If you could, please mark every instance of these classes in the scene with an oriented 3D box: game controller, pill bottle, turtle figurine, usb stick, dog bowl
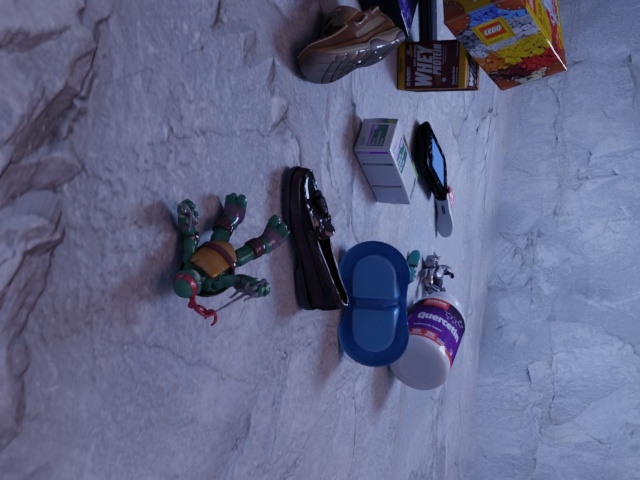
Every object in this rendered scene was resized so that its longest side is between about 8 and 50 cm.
[{"bbox_3d":[0.365,-0.250,2.090,0.319,0.067,0.167,41,57,-62],"label":"game controller"},{"bbox_3d":[0.332,0.288,1.962,0.323,0.181,0.182,-50,138,-53],"label":"pill bottle"},{"bbox_3d":[-0.146,0.019,0.930,0.175,0.118,0.234,46,35,-4],"label":"turtle figurine"},{"bbox_3d":[0.337,-0.608,1.992,0.077,0.045,0.278,-41,130,-57],"label":"usb stick"},{"bbox_3d":[0.129,0.141,1.518,0.074,0.165,0.297,-37,128,-74],"label":"dog bowl"}]

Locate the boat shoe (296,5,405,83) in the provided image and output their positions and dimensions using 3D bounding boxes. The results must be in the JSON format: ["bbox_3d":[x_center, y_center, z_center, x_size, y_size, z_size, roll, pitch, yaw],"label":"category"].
[{"bbox_3d":[0.048,-0.406,1.317,0.116,0.123,0.324,57,40,-1],"label":"boat shoe"}]

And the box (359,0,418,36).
[{"bbox_3d":[0.172,-0.643,1.550,0.184,0.103,0.261,59,41,-56],"label":"box"}]

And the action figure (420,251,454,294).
[{"bbox_3d":[0.401,0.165,2.207,0.185,0.099,0.285,-40,126,-47],"label":"action figure"}]

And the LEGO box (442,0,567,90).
[{"bbox_3d":[0.480,-0.718,1.725,0.372,0.193,0.501,25,60,-49],"label":"LEGO box"}]

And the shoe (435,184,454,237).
[{"bbox_3d":[0.448,-0.105,2.304,0.081,0.063,0.178,-41,126,-51],"label":"shoe"}]

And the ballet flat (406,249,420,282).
[{"bbox_3d":[0.279,0.082,1.996,0.041,0.041,0.114,61,40,-51],"label":"ballet flat"}]

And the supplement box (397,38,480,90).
[{"bbox_3d":[0.336,-0.487,1.829,0.194,0.191,0.129,-22,114,-63],"label":"supplement box"}]

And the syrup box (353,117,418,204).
[{"bbox_3d":[0.167,-0.193,1.615,0.237,0.096,0.093,59,42,-54],"label":"syrup box"}]

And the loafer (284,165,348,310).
[{"bbox_3d":[0.000,0.000,1.269,0.109,0.095,0.303,-46,135,-56],"label":"loafer"}]
